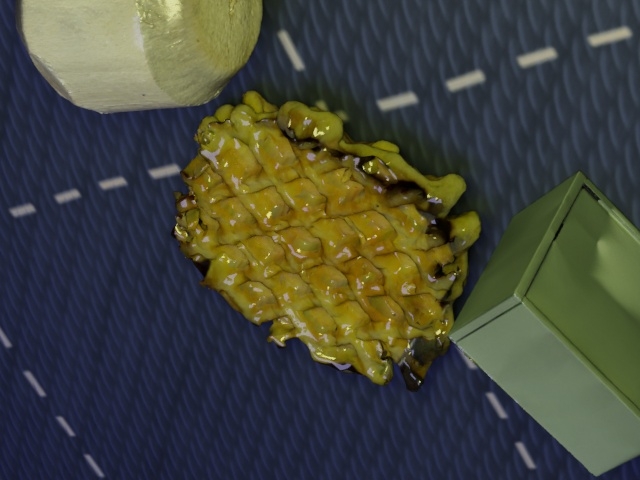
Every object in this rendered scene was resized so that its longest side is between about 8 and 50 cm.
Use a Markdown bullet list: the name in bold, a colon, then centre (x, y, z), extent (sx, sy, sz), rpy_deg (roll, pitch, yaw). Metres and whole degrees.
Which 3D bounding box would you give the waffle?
- **waffle**: centre (0.000, 0.000, 2.037), extent (0.379, 0.095, 0.382), rpy_deg (27, 137, 9)

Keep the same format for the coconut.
- **coconut**: centre (-0.206, -0.252, 1.850), extent (0.266, 0.237, 0.237), rpy_deg (3, 127, 21)

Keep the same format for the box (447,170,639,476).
- **box**: centre (0.281, 0.091, 1.858), extent (0.225, 0.225, 0.117), rpy_deg (44, 134, -9)
